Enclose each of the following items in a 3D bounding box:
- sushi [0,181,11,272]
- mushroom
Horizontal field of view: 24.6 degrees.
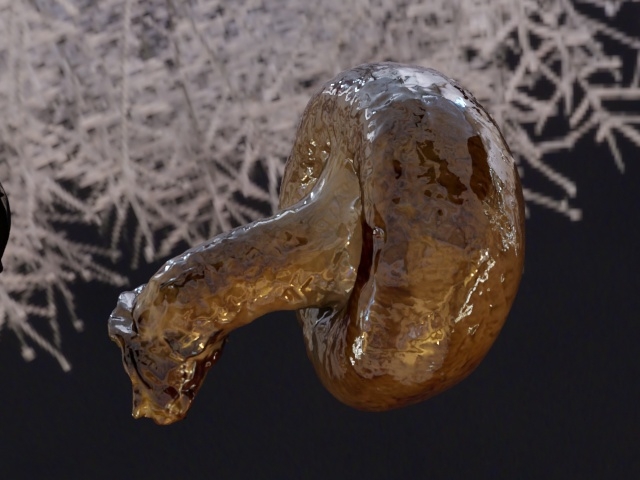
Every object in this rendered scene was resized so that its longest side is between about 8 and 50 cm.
[{"bbox_3d":[-0.333,-0.007,1.209,0.150,0.153,0.172,6,-168,23],"label":"sushi"},{"bbox_3d":[0.007,-0.011,1.376,0.356,0.334,0.331,14,-143,-2],"label":"mushroom"}]
